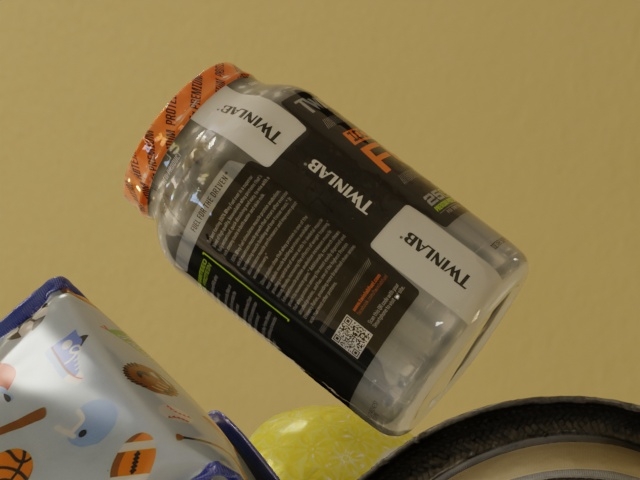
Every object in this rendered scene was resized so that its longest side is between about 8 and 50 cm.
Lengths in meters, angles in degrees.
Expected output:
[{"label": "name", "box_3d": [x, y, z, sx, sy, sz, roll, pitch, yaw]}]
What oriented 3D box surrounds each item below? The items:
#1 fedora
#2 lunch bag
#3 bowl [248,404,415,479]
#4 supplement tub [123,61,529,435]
[{"label": "fedora", "box_3d": [0.133, 0.261, 0.931, 0.334, 0.334, 0.152, 12, -153, -4]}, {"label": "lunch bag", "box_3d": [-0.138, 0.266, 1.359, 0.328, 0.239, 0.385, 42, 166, 48]}, {"label": "bowl", "box_3d": [0.061, 0.292, 1.616, 0.156, 0.289, 0.289, -28, 164, 39]}, {"label": "supplement tub", "box_3d": [0.000, 0.000, 1.319, 0.316, 0.193, 0.193, 38, -161, 11]}]
